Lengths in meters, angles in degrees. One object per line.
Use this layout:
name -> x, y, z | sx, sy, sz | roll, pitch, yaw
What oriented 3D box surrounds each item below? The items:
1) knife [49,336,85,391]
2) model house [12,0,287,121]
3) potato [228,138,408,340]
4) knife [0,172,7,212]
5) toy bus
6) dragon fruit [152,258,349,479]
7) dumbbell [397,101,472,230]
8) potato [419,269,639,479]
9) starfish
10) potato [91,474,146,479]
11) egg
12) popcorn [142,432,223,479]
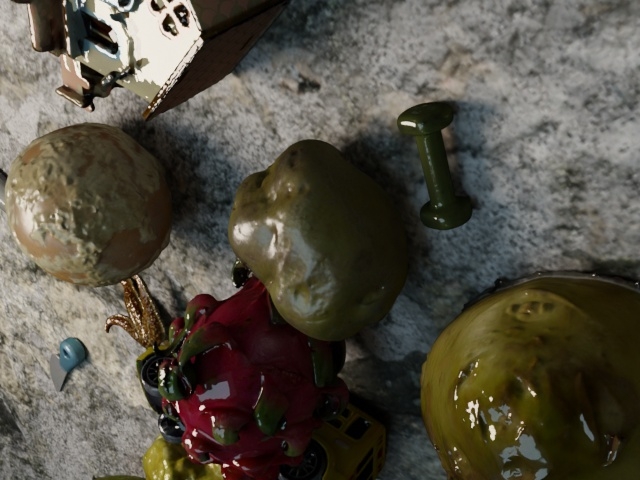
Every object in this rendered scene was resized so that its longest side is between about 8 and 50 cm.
knife -> -0.490, 0.236, 1.604 | 0.058, 0.032, 0.244 | 49, 145, 1
model house -> -0.165, -0.245, 0.823 | 0.244, 0.169, 0.326 | 30, 134, 23
potato -> 0.002, -0.001, 0.856 | 0.200, 0.137, 0.154 | 54, 133, 7
knife -> -0.521, -0.069, 1.399 | 0.266, 0.040, 0.073 | 38, 149, 17
toy bus -> -0.083, 0.232, 1.102 | 0.331, 0.151, 0.145 | 28, 145, 25
dragon fruit -> -0.065, 0.131, 0.958 | 0.218, 0.272, 0.198 | 20, 146, 27
dumbbell -> 0.107, -0.068, 0.782 | 0.052, 0.046, 0.118 | 11, 126, 45
potato -> 0.189, 0.175, 0.768 | 0.246, 0.196, 0.299 | 47, 142, 9
starfish -> -0.248, 0.142, 1.274 | 0.238, 0.057, 0.213 | 40, 146, 17
potato -> -0.302, 0.549, 1.539 | 0.280, 0.213, 0.330 | -156, 65, -64
egg -> -0.291, -0.046, 1.064 | 0.245, 0.203, 0.203 | 41, 144, 48
popcorn -> -0.160, 0.381, 1.233 | 0.249, 0.225, 0.249 | 27, 139, 26
